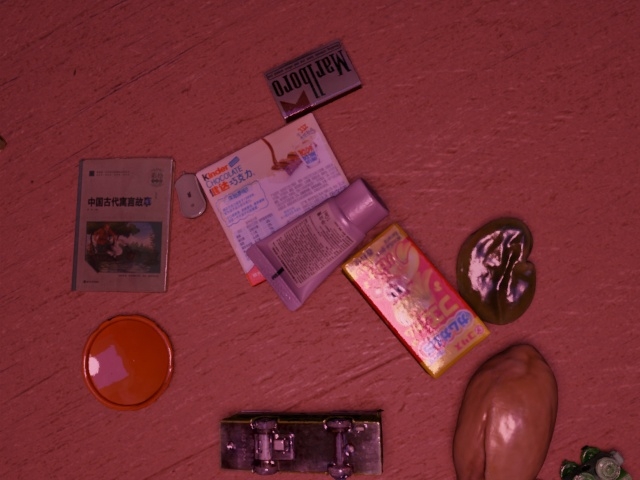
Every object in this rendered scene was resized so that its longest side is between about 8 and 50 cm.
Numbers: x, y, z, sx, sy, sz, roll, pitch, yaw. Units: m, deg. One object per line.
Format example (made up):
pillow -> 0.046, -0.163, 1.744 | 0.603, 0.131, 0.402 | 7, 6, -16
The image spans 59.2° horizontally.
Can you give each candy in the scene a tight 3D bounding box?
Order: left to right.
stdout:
candy -> 0.177, 0.114, 1.085 | 0.146, 0.088, 0.276 | -38, 83, -2

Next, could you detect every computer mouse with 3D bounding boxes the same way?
computer mouse -> -0.269, -0.093, 1.173 | 0.056, 0.032, 0.110 | -21, 72, 1

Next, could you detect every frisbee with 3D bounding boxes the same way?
frisbee -> -0.386, 0.245, 1.139 | 0.192, 0.035, 0.192 | -1, 83, 5

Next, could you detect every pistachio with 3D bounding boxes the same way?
pistachio -> 0.335, 0.327, 1.014 | 0.162, 0.182, 0.292 | 9, 79, 43

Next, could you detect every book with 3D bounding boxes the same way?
book -> -0.413, -0.032, 1.181 | 0.215, 0.025, 0.282 | -1, 85, 6

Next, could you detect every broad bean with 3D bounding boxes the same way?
broad bean -> 0.340, 0.056, 1.086 | 0.153, 0.072, 0.206 | 15, 86, 19

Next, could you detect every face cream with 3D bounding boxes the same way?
face cream -> 0.000, 0.000, 1.075 | 0.274, 0.096, 0.154 | -38, 88, 13

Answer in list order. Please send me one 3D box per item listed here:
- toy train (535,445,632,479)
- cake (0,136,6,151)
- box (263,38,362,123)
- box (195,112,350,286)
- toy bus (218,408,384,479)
toy train -> 0.454, 0.479, 1.026 | 0.251, 0.085, 0.119 | -30, 87, 3
cake -> -0.749, -0.243, 1.219 | 0.140, 0.055, 0.051 | 43, 94, 10
box -> -0.016, -0.333, 1.178 | 0.178, 0.036, 0.115 | -24, 82, 1
box -> -0.076, -0.082, 1.146 | 0.273, 0.048, 0.264 | -27, 84, 2
toy bus -> -0.029, 0.370, 1.050 | 0.302, 0.139, 0.113 | -3, 83, 12
